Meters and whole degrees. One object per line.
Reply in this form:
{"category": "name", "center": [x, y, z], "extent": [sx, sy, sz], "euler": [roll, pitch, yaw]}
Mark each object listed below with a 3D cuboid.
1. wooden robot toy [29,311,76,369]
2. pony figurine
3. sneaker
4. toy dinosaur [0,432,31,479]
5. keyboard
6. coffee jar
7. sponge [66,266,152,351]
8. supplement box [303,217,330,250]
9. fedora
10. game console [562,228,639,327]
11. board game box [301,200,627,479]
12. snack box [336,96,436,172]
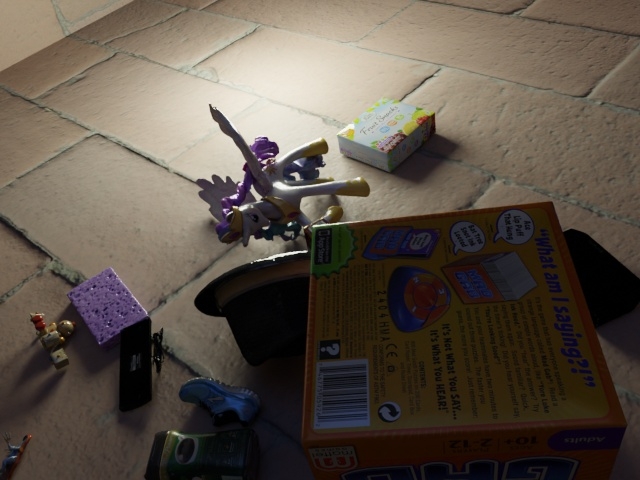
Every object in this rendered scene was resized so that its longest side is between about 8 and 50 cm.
{"category": "wooden robot toy", "center": [-0.565, 0.194, 1.369], "extent": [0.079, 0.076, 0.173], "euler": [-24, 43, -28]}
{"category": "pony figurine", "center": [-0.123, -0.134, 1.489], "extent": [0.363, 0.302, 0.351], "euler": [-18, 49, -27]}
{"category": "sneaker", "center": [-0.191, 0.299, 1.162], "extent": [0.162, 0.063, 0.073], "euler": [6, 49, 21]}
{"category": "toy dinosaur", "center": [-0.565, 0.401, 1.182], "extent": [0.082, 0.047, 0.090], "euler": [-34, 79, -33]}
{"category": "keyboard", "center": [-0.354, 0.248, 1.280], "extent": [0.100, 0.038, 0.192], "euler": [-22, 51, 11]}
{"category": "coffee jar", "center": [-0.199, 0.370, 1.075], "extent": [0.184, 0.079, 0.096], "euler": [-3, 46, 10]}
{"category": "sponge", "center": [-0.473, 0.149, 1.418], "extent": [0.117, 0.031, 0.210], "euler": [-34, 47, -20]}
{"category": "supplement box", "center": [0.000, 0.000, 1.416], "extent": [0.055, 0.083, 0.043], "euler": [-30, 45, -17]}
{"category": "fedora", "center": [-0.070, 0.139, 1.171], "extent": [0.334, 0.334, 0.152], "euler": [-15, 74, -2]}
{"category": "game console", "center": [0.415, 0.108, 1.224], "extent": [0.361, 0.044, 0.213], "euler": [-23, 43, -10]}
{"category": "board game box", "center": [0.185, 0.205, 0.935], "extent": [0.356, 0.356, 0.356], "euler": [-6, 45, 8]}
{"category": "snack box", "center": [0.175, -0.284, 1.686], "extent": [0.174, 0.070, 0.207], "euler": [28, 55, 36]}
